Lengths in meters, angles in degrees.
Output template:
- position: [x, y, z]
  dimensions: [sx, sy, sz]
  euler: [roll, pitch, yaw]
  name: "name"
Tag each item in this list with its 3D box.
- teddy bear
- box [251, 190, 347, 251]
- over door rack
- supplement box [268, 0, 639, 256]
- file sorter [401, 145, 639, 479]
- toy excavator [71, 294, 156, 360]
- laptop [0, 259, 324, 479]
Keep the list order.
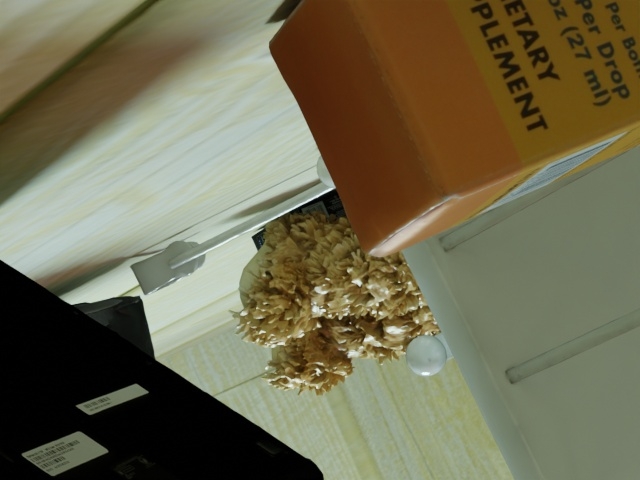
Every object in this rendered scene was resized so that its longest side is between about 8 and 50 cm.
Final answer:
- position: [0.101, 0.007, 1.160]
  dimensions: [0.338, 0.113, 0.245]
  euler: [-17, 142, -14]
  name: "teddy bear"
- position: [0.000, 0.000, 1.257]
  dimensions: [0.062, 0.052, 0.083]
  euler: [-22, 175, -29]
  name: "box"
- position: [0.045, 0.067, 0.978]
  dimensions: [0.324, 0.239, 0.108]
  euler: [-27, 178, 35]
  name: "over door rack"
- position: [0.108, -0.077, 0.533]
  dimensions: [0.233, 0.078, 0.080]
  euler: [-23, 174, -21]
  name: "supplement box"
- position: [0.179, 0.010, 0.757]
  dimensions: [0.193, 0.278, 0.173]
  euler: [-21, 172, -39]
  name: "file sorter"
- position: [-0.273, 0.173, 1.162]
  dimensions: [0.445, 0.222, 0.433]
  euler: [-9, -174, 32]
  name: "toy excavator"
- position: [-0.173, 0.084, 0.574]
  dimensions: [0.137, 0.264, 0.234]
  euler: [-63, 164, 16]
  name: "laptop"
